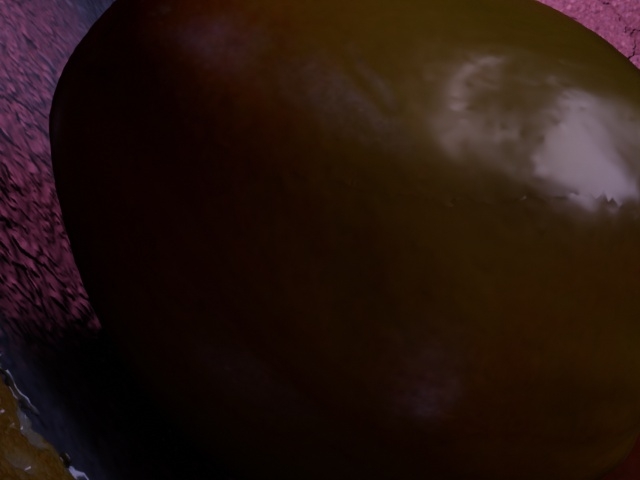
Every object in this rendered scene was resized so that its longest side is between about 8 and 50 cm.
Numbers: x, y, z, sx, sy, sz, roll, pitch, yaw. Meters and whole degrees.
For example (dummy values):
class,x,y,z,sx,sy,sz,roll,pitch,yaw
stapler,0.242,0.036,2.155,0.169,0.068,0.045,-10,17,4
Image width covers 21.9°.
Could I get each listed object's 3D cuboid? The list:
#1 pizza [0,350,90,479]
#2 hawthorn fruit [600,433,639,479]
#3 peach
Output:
class,x,y,z,sx,sy,sz,roll,pitch,yaw
pizza,-0.117,0.088,0.555,0.176,0.036,0.184,59,10,11
hawthorn fruit,0.201,0.201,1.096,0.210,0.210,0.262,36,34,-55
peach,0.017,-0.004,0.796,0.308,0.289,0.289,11,26,-11
